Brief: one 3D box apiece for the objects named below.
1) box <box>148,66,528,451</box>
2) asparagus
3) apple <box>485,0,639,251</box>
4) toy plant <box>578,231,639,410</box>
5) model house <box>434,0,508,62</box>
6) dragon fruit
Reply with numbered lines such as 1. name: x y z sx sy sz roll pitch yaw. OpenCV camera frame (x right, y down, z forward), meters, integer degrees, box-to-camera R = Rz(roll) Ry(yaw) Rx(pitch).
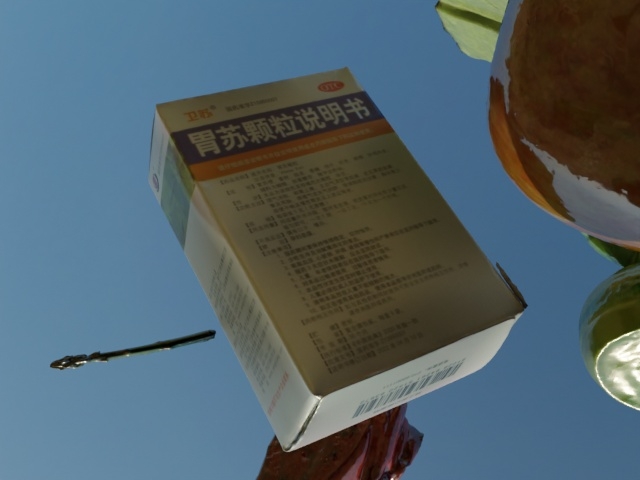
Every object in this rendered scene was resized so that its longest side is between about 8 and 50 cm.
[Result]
1. box: 0.000 0.000 0.700 0.299 0.200 0.106 58 -31 28
2. asparagus: -0.178 0.106 0.790 0.016 0.166 0.013 42 -48 48
3. apple: 0.236 -0.105 0.467 0.264 0.264 0.265 -8 -104 35
4. toy plant: 0.398 0.031 0.959 0.184 0.224 0.316 108 1 -47
5. model house: 0.230 -0.228 0.719 0.195 0.214 0.189 -46 -120 0
6. dragon fruit: 0.063 0.254 1.005 0.152 0.205 0.317 -7 -134 36
